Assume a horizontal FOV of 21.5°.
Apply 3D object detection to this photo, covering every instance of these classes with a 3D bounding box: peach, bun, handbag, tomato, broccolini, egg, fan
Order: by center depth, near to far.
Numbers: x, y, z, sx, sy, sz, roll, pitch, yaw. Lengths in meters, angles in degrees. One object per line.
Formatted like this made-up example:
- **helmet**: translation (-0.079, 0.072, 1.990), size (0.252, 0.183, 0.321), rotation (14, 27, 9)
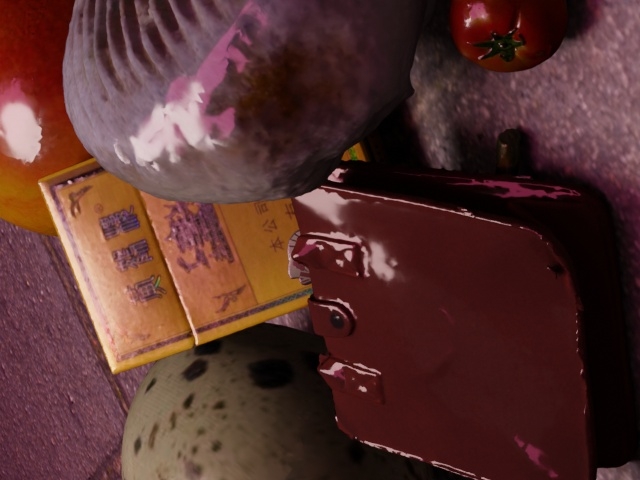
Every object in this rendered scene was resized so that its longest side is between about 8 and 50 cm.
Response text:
- **tomato**: translation (0.133, -0.162, 1.194), size (0.087, 0.087, 0.075), rotation (112, 167, -56)
- **bun**: translation (-0.042, -0.185, 1.306), size (0.362, 0.211, 0.361), rotation (-37, 41, 40)
- **handbag**: translation (0.109, 0.068, 1.335), size (0.276, 0.084, 0.260), rotation (12, 124, 38)
- **broccolini**: translation (0.145, 0.014, 1.380), size (0.057, 0.071, 0.254), rotation (-76, -5, -53)
- **fan**: translation (0.000, 0.000, 1.438), size (0.056, 0.004, 0.083), rotation (11, 103, 13)
- **egg**: translation (-0.043, 0.229, 1.622), size (0.379, 0.288, 0.287), rotation (-119, 21, -53)
- **peach**: translation (-0.254, -0.156, 1.718), size (0.332, 0.308, 0.307), rotation (4, 114, 54)

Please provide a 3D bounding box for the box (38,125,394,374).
- **box**: translation (-0.079, -0.020, 1.505), size (0.192, 0.302, 0.084), rotation (70, -161, -2)
